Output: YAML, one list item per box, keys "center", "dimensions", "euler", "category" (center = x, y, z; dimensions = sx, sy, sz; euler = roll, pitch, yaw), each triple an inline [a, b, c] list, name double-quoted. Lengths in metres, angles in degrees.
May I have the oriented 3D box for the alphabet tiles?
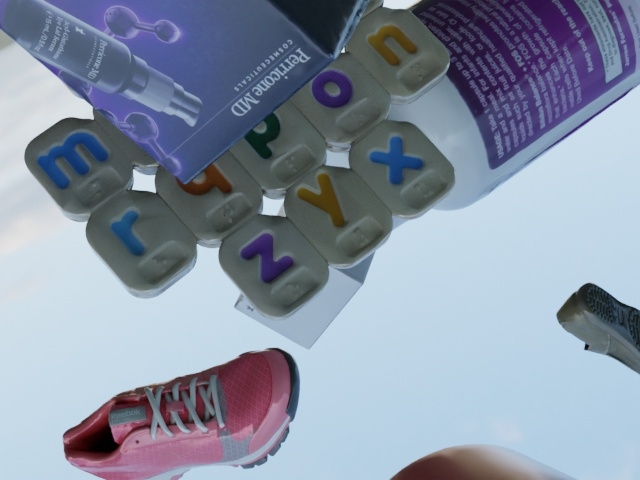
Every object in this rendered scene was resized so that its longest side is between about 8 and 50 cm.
- center: [-0.054, -0.089, 0.961]
  dimensions: [0.284, 0.278, 0.021]
  euler: [-38, 164, -16]
  category: "alphabet tiles"

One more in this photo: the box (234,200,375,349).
- center: [0.000, 0.000, 1.416]
  dimensions: [0.130, 0.091, 0.170]
  euler: [-52, -169, 45]
  category: "box"

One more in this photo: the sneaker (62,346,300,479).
- center: [-0.158, 0.203, 1.525]
  dimensions: [0.314, 0.115, 0.136]
  euler: [-28, 150, 32]
  category: "sneaker"

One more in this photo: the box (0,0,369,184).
- center: [-0.095, -0.161, 0.823]
  dimensions: [0.153, 0.207, 0.108]
  euler: [-37, -161, 39]
  category: "box"

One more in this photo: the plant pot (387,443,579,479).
- center: [0.143, 0.283, 1.013]
  dimensions: [0.275, 0.275, 0.243]
  euler: [-32, -158, -6]
  category: "plant pot"

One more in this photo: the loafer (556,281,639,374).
- center: [0.287, 0.089, 1.374]
  dimensions: [0.050, 0.148, 0.056]
  euler: [-24, -139, 38]
  category: "loafer"

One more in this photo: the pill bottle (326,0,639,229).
- center: [0.125, -0.130, 1.159]
  dimensions: [0.301, 0.169, 0.169]
  euler: [-34, -165, -18]
  category: "pill bottle"
